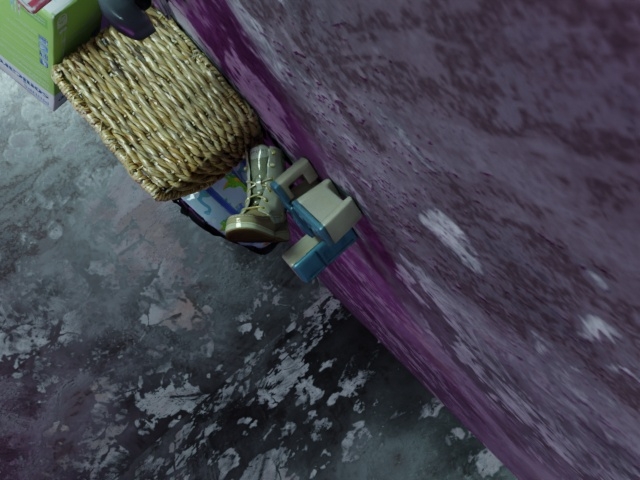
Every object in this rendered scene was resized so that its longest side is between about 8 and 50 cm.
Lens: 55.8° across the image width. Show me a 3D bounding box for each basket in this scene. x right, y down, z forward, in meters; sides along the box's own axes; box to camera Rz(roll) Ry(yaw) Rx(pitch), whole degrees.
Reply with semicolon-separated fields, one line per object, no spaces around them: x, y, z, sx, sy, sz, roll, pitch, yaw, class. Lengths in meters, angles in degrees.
-0.275;-0.226;1.065;0.299;0.223;0.213;48;175;3;basket

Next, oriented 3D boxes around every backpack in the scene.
-0.208;-0.122;1.332;0.290;0.273;0.355;50;-163;13;backpack

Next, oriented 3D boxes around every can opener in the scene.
-0.302;-0.386;0.798;0.283;0.095;0.076;48;175;9;can opener

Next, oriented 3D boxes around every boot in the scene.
-0.104;-0.079;1.009;0.213;0.077;0.165;6;-98;-76;boot

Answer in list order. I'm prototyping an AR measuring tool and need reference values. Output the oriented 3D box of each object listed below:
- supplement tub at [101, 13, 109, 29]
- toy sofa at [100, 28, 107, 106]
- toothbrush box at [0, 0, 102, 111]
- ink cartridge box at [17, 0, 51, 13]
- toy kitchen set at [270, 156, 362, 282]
-0.576;-0.555;1.403;0.272;0.191;0.191;48;175;16;supplement tub
-0.442;-0.387;1.363;0.362;0.150;0.177;174;85;-85;toy sofa
-0.491;-0.384;1.016;0.206;0.122;0.283;39;150;-6;toothbrush box
-0.261;-0.315;0.601;0.092;0.158;0.218;50;175;-31;ink cartridge box
0.000;0.000;0.928;0.166;0.122;0.207;45;174;43;toy kitchen set
